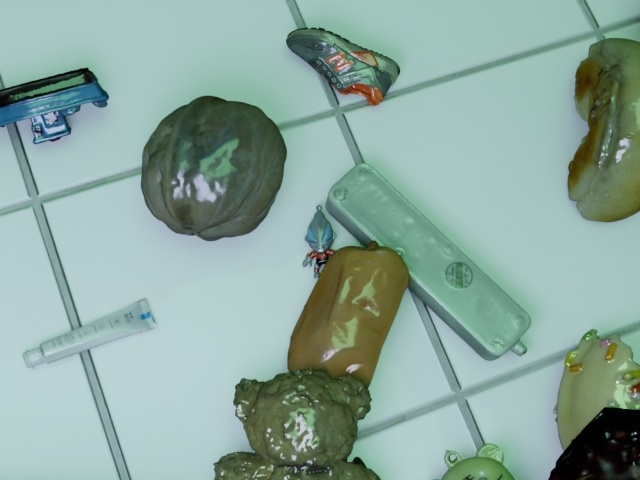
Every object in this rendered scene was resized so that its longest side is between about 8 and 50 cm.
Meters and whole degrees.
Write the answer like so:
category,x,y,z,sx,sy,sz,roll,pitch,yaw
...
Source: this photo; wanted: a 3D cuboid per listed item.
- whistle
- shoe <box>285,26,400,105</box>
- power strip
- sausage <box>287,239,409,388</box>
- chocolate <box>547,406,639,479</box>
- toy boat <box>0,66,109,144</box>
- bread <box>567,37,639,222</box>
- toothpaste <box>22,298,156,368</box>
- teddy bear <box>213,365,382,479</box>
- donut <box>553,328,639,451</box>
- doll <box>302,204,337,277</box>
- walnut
category,x,y,z,sx,sy,sz,roll,pitch,yaw
whistle,0.256,0.415,1.339,0.131,0.106,0.288,-31,77,-9
shoe,0.030,-0.283,1.575,0.194,0.074,0.077,21,74,-2
power strip,0.169,0.040,1.483,0.385,0.062,0.091,44,71,9
sausage,0.043,0.111,1.408,0.136,0.120,0.241,27,74,2
chocolate,0.370,0.359,1.241,0.206,0.224,0.177,45,35,23
toy boat,-0.433,-0.193,1.476,0.223,0.100,0.097,-17,109,-7
bread,0.501,-0.199,1.542,0.171,0.192,0.314,8,70,-3
toothpaste,-0.335,0.139,1.398,0.190,0.031,0.048,-21,72,-17
teddy bear,-0.030,0.299,1.304,0.267,0.156,0.256,2,78,-6
donut,0.531,0.287,1.397,0.370,0.150,0.308,7,74,-4
doll,-0.001,0.000,1.487,0.057,0.039,0.114,-13,78,32
walnut,-0.159,-0.109,1.423,0.224,0.224,0.224,2,70,-7
